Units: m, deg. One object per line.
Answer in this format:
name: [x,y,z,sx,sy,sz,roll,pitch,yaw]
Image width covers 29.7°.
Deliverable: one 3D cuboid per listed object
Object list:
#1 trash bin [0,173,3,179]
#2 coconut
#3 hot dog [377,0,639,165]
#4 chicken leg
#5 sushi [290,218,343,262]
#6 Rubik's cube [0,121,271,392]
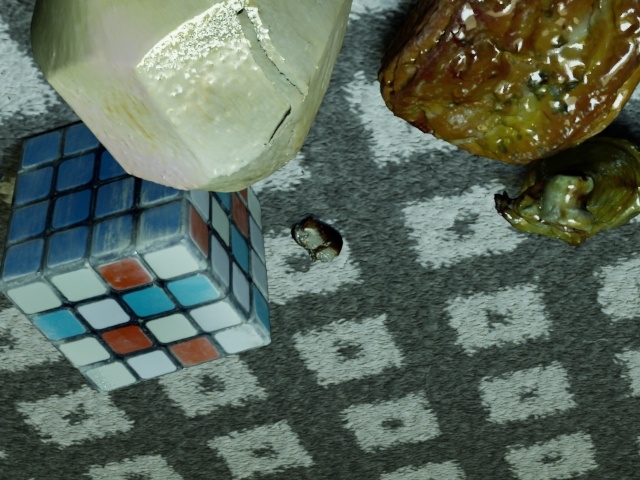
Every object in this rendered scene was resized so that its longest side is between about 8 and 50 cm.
trash bin: [-0.514,-0.004,1.523,0.184,0.234,0.162,12,137,-18]
coconut: [-0.124,-0.233,1.224,0.352,0.353,0.353,-2,141,-2]
hot dog: [0.228,-0.233,1.355,0.267,0.174,0.387,17,137,-20]
chicken leg: [0.308,-0.065,1.521,0.211,0.140,0.361,-19,173,36]
sushi: [0.000,0.000,1.722,0.046,0.044,0.083,-30,136,29]
Rubik's cube: [-0.227,0.003,1.542,0.256,0.259,0.253,-16,137,14]
